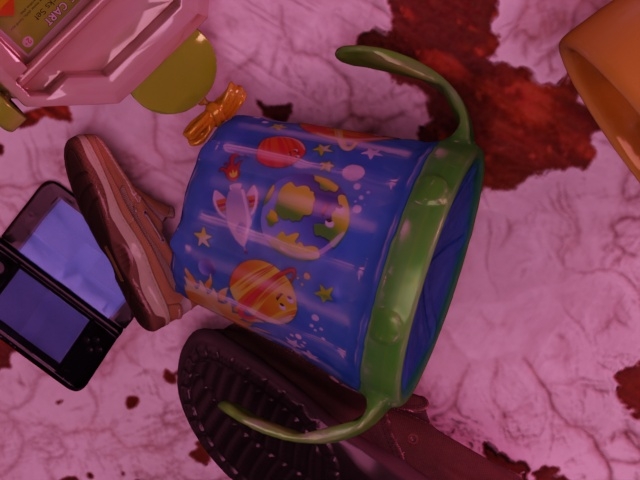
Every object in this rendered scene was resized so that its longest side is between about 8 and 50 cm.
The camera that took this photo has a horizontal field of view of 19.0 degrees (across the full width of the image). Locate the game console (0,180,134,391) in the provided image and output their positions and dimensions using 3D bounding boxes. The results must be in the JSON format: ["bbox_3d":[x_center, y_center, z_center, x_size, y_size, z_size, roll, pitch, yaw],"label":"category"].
[{"bbox_3d":[-0.234,0.042,1.740,0.144,0.124,0.085,37,136,-8],"label":"game console"}]

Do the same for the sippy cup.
[{"bbox_3d":[0.000,0.000,1.636,0.224,0.305,0.240,17,141,11],"label":"sippy cup"}]

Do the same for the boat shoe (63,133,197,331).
[{"bbox_3d":[-0.166,-0.016,1.727,0.072,0.068,0.190,-28,103,-21],"label":"boat shoe"}]

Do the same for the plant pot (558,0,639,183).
[{"bbox_3d":[0.361,-0.130,1.542,0.239,0.254,0.254,-37,103,2],"label":"plant pot"}]

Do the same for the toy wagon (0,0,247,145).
[{"bbox_3d":[-0.201,-0.215,1.613,0.267,0.068,0.344,-44,119,2],"label":"toy wagon"}]

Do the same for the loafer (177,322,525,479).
[{"bbox_3d":[0.033,0.191,1.753,0.366,0.130,0.133,34,128,8],"label":"loafer"}]
